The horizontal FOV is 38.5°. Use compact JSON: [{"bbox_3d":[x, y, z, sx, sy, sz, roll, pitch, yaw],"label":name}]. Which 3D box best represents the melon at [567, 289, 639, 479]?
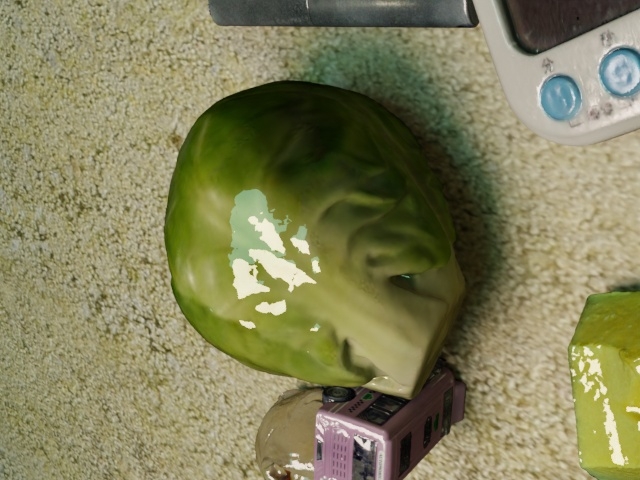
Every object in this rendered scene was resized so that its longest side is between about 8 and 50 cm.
[{"bbox_3d":[0.350,0.138,0.750,0.323,0.124,0.196,-8,96,54],"label":"melon"}]

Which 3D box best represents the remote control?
[{"bbox_3d":[0.013,-0.292,1.022,0.377,0.044,0.107,11,105,40],"label":"remote control"}]

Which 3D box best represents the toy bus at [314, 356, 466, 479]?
[{"bbox_3d":[0.075,0.193,0.998,0.108,0.199,0.096,11,109,29],"label":"toy bus"}]

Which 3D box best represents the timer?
[{"bbox_3d":[0.259,-0.215,0.780,0.262,0.087,0.237,-19,87,47],"label":"timer"}]

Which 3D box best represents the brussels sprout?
[{"bbox_3d":[-0.004,0.004,0.956,0.354,0.289,0.281,41,120,14],"label":"brussels sprout"}]

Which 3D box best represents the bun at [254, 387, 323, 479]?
[{"bbox_3d":[-0.013,0.276,1.156,0.173,0.113,0.167,15,112,37],"label":"bun"}]
